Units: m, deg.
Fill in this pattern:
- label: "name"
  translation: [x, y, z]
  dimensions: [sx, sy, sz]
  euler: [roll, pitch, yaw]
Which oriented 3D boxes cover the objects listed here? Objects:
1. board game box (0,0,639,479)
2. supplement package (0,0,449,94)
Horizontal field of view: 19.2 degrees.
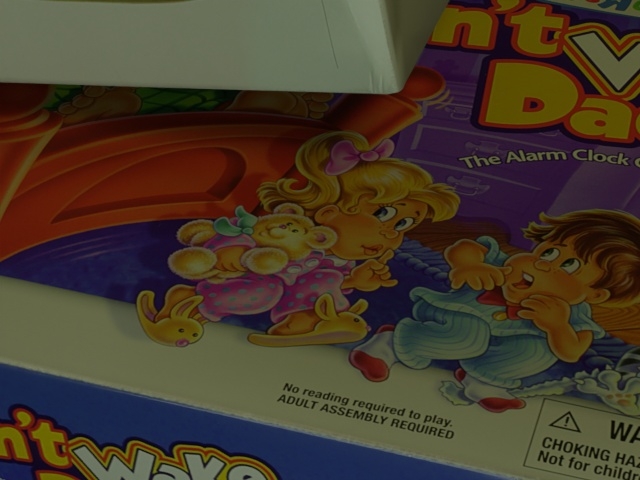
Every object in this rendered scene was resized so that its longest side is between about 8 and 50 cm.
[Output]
- label: "board game box"
  translation: [0.000, 0.000, 0.570]
  dimensions: [0.347, 0.233, 0.078]
  euler: [11, 130, 13]
- label: "supplement package"
  translation: [-0.065, -0.160, 0.525]
  dimensions: [0.203, 0.149, 0.194]
  euler: [3, 127, 20]
